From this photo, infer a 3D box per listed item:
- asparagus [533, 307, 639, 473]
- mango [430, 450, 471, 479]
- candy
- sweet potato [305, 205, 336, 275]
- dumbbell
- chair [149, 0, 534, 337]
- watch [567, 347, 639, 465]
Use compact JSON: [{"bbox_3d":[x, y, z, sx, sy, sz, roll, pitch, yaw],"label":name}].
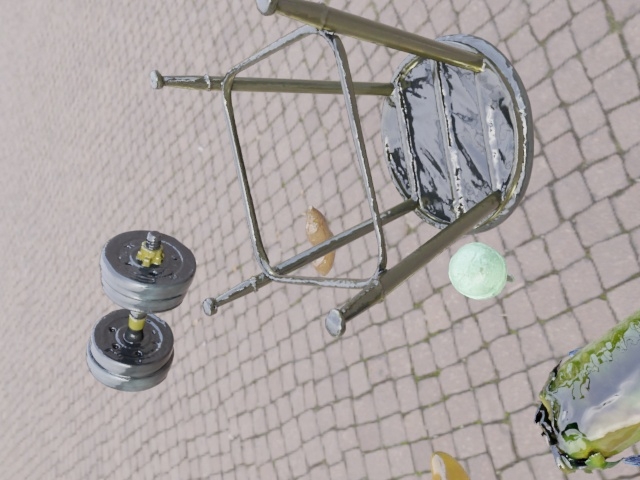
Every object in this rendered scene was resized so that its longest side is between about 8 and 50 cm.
[{"bbox_3d":[0.391,0.114,0.722,0.382,0.108,0.128,-49,33,28],"label":"asparagus"},{"bbox_3d":[0.281,0.536,1.416,0.085,0.102,0.184,-62,21,26],"label":"mango"},{"bbox_3d":[0.393,0.082,1.509,0.119,0.440,0.119,-4,82,26],"label":"candy"},{"bbox_3d":[0.002,-0.002,1.406,0.051,0.065,0.218,27,147,30],"label":"sweet potato"},{"bbox_3d":[-0.362,0.141,1.330,0.185,0.185,0.388,53,134,41],"label":"dumbbell"},{"bbox_3d":[0.054,-0.114,0.920,0.362,0.410,0.365,-4,99,58],"label":"chair"},{"bbox_3d":[0.650,0.338,1.346,0.276,0.068,0.274,64,170,6],"label":"watch"}]
